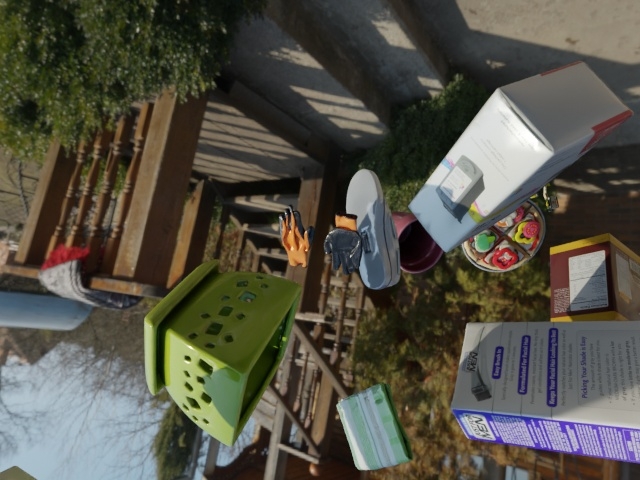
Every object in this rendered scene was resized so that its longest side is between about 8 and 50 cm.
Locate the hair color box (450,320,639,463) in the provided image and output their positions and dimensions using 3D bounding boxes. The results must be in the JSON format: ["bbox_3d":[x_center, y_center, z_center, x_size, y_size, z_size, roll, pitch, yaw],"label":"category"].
[{"bbox_3d":[0.402,0.232,0.692,0.338,0.185,0.110,-7,127,35],"label":"hair color box"}]

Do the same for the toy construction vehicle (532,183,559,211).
[{"bbox_3d":[0.611,-0.110,1.203,0.085,0.098,0.035,-8,170,-4],"label":"toy construction vehicle"}]

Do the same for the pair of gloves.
[{"bbox_3d":[0.000,0.000,0.413,0.083,0.010,0.074,8,131,17],"label":"pair of gloves"}]

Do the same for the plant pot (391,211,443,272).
[{"bbox_3d":[0.299,-0.014,1.486,0.201,0.202,0.180,14,-165,-26],"label":"plant pot"}]

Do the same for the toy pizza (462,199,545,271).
[{"bbox_3d":[0.444,-0.012,1.037,0.201,0.202,0.032,9,-158,-3],"label":"toy pizza"}]

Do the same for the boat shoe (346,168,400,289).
[{"bbox_3d":[0.120,-0.025,0.938,0.084,0.258,0.095,-1,176,-45],"label":"boat shoe"}]

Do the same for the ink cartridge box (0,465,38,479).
[{"bbox_3d":[-0.432,0.446,0.482,0.197,0.198,0.270,17,-174,19],"label":"ink cartridge box"}]

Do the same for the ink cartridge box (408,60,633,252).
[{"bbox_3d":[0.327,-0.135,0.756,0.226,0.131,0.306,-26,160,-26],"label":"ink cartridge box"}]

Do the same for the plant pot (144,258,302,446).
[{"bbox_3d":[-0.183,0.181,0.779,0.207,0.227,0.228,23,-143,10],"label":"plant pot"}]

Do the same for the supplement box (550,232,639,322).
[{"bbox_3d":[0.617,0.123,0.938,0.191,0.194,0.129,27,152,-24],"label":"supplement box"}]

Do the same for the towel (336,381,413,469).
[{"bbox_3d":[0.081,0.288,0.664,0.023,0.113,0.152,-6,154,-31],"label":"towel"}]
